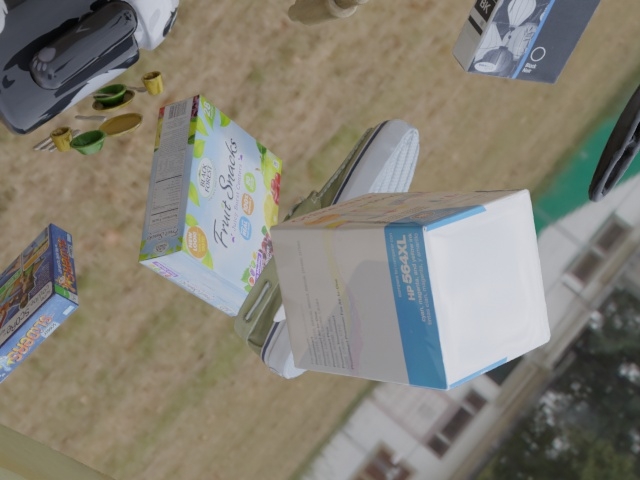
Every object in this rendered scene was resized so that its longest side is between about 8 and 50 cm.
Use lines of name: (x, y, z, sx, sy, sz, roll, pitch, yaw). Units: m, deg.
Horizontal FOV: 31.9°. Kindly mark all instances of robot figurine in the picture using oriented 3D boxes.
robot figurine: (-0.269, -0.209, 1.075, 0.278, 0.209, 0.173, -37, 165, -12)

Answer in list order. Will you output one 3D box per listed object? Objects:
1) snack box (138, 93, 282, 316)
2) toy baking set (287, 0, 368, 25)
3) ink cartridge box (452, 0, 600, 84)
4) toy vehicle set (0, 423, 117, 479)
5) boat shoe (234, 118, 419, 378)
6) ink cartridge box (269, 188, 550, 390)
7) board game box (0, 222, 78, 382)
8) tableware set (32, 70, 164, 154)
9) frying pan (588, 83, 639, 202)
snack box: (-0.125, -0.038, 1.321, 0.070, 0.207, 0.174, -15, 147, 29)
toy baking set: (0.010, -0.273, 0.901, 0.256, 0.030, 0.197, -153, -118, -68)
ink cartridge box: (0.323, -0.375, 1.551, 0.165, 0.065, 0.333, 3, 129, -26)
toy vehicle set: (-0.176, 0.215, 0.688, 0.267, 0.166, 0.035, 105, 13, -44)
boat shoe: (0.000, 0.000, 1.172, 0.302, 0.094, 0.109, -62, 159, 10)
ink cartridge box: (0.043, 0.024, 0.644, 0.092, 0.090, 0.143, -19, -167, -41)
board game box: (-0.372, 0.090, 1.348, 0.201, 0.035, 0.136, -42, -142, 19)
tableware set: (-0.221, -0.134, 1.160, 0.154, 0.104, 0.024, -45, 131, -41)
frying pan: (0.274, -0.193, 0.778, 0.326, 0.053, 0.197, -53, 140, -9)
